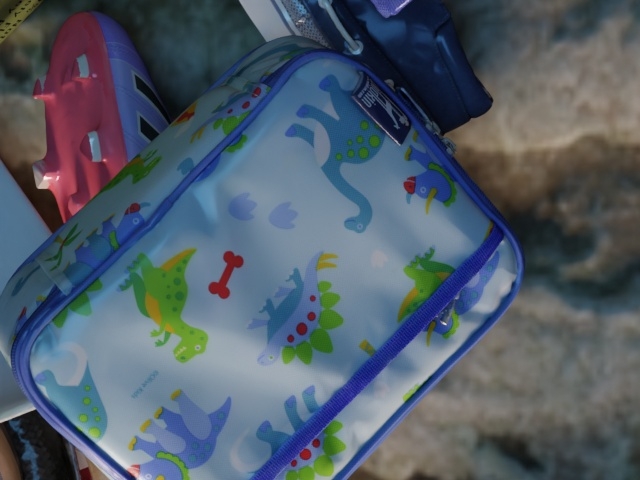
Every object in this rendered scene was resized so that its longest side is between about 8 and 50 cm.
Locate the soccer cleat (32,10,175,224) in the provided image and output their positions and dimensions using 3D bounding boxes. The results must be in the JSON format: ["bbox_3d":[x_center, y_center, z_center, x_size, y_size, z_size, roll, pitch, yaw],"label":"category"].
[{"bbox_3d":[-0.080,0.002,0.904,0.083,0.095,0.248,-17,86,55],"label":"soccer cleat"}]

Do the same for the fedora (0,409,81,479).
[{"bbox_3d":[-0.293,0.161,0.881,0.334,0.152,0.334,0,98,3],"label":"fedora"}]

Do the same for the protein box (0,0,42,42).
[{"bbox_3d":[-0.176,-0.185,0.810,0.200,0.201,0.136,-42,91,14],"label":"protein box"}]

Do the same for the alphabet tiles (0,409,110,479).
[{"bbox_3d":[-0.187,0.172,0.961,0.285,0.011,0.342,-23,96,6],"label":"alphabet tiles"}]

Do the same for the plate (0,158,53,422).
[{"bbox_3d":[-0.278,0.009,0.833,0.278,0.277,0.045,54,146,17],"label":"plate"}]

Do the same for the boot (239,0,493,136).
[{"bbox_3d":[0.007,-0.126,0.867,0.086,0.069,0.190,-29,103,7],"label":"boot"}]

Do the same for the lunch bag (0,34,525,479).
[{"bbox_3d":[-0.023,0.028,0.809,0.219,0.090,0.176,-44,113,-6],"label":"lunch bag"}]

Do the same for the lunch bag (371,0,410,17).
[{"bbox_3d":[0.061,-0.281,0.737,0.221,0.138,0.293,45,62,-8],"label":"lunch bag"}]
